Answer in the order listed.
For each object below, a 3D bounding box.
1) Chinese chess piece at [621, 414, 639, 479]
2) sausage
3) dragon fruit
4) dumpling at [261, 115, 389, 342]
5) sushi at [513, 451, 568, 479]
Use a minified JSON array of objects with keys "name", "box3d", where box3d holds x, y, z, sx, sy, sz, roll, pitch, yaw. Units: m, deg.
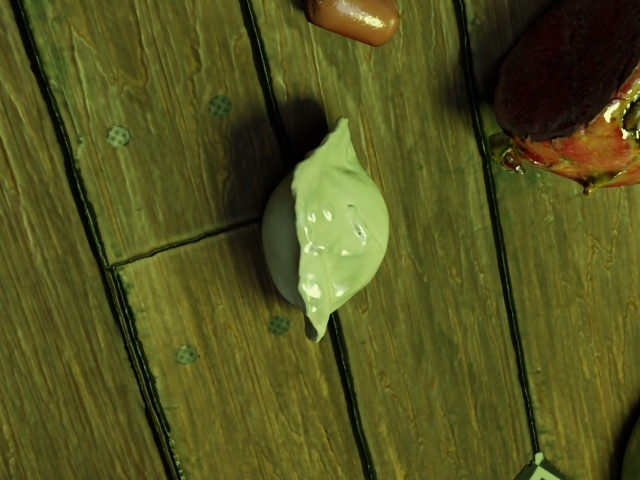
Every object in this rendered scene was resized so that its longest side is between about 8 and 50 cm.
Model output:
[{"name":"Chinese chess piece","box3d":[0.524,0.277,1.570,0.349,0.146,0.349,-6,115,-13]},{"name":"sausage","box3d":[0.031,-0.214,1.250,0.094,0.059,0.054,16,103,-19]},{"name":"dragon fruit","box3d":[0.292,-0.147,1.273,0.147,0.211,0.282,36,104,-31]},{"name":"dumpling","box3d":[0.000,0.000,1.296,0.124,0.151,0.229,5,117,12]},{"name":"sushi","box3d":[0.251,0.383,1.542,0.192,0.040,0.210,41,103,12]}]
